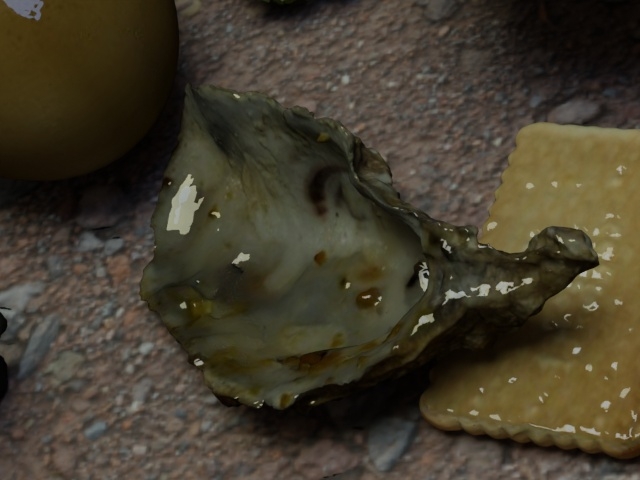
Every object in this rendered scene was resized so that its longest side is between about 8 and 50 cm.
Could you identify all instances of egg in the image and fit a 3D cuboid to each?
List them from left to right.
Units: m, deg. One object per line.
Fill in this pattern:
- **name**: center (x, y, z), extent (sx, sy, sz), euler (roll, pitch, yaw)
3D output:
- **egg**: center (-0.243, -0.179, 1.494), extent (0.250, 0.250, 0.322), euler (-42, 57, -11)

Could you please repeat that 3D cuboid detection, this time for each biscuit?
- **biscuit**: center (0.173, 0.028, 1.315), extent (0.160, 0.030, 0.249), euler (6, 58, 25)

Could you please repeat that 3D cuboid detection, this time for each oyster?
- **oyster**: center (-0.003, 0.026, 1.341), extent (0.396, 0.111, 0.204), euler (25, 89, 44)

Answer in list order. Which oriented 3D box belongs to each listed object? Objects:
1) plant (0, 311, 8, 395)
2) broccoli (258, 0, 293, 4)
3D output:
- **plant**: center (-0.354, 0.065, 1.348), extent (0.188, 0.276, 0.199), euler (31, 76, 29)
- **broccoli**: center (-0.019, -0.320, 1.513), extent (0.243, 0.247, 0.263), euler (11, 78, 41)
